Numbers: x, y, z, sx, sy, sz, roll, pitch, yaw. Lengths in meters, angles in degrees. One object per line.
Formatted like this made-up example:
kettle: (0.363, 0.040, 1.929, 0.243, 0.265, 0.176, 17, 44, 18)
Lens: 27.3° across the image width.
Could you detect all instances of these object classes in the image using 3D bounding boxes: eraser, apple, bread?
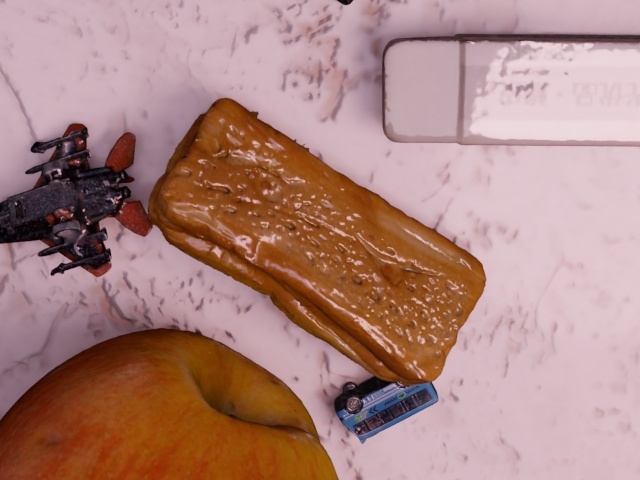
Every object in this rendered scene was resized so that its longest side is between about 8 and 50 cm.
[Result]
eraser: (0.223, -0.119, 1.050, 0.352, 0.061, 0.089, 0, 101, -1)
apple: (-0.124, 0.197, 0.995, 0.301, 0.301, 0.301, 0, 101, -1)
bread: (0.000, -0.001, 1.050, 0.271, 0.077, 0.139, 32, 67, -10)

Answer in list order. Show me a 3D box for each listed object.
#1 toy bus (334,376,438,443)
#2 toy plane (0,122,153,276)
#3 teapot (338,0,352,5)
toy bus: (0.055, 0.133, 1.106, 0.083, 0.038, 0.046, -28, 103, 5)
toy plane: (-0.229, -0.023, 1.057, 0.189, 0.061, 0.130, -14, 78, 4)
teapot: (0.001, -0.247, 1.001, 0.177, 0.096, 0.087, 38, 98, -7)
